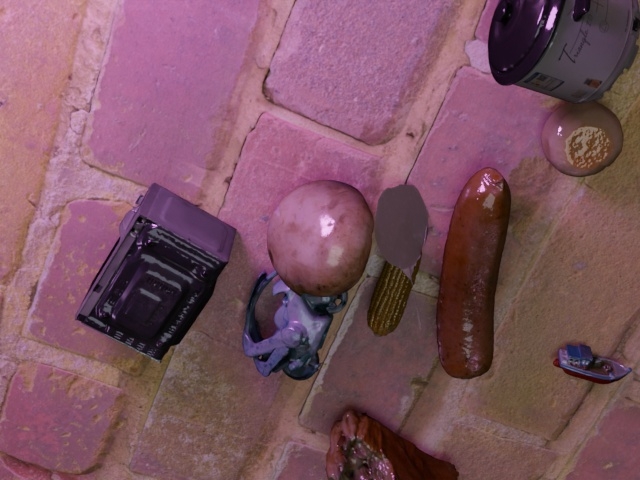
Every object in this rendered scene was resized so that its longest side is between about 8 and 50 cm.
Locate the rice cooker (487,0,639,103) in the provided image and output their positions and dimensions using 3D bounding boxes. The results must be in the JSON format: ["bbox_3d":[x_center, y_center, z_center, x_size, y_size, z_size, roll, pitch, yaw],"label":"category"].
[{"bbox_3d":[0.416,-0.375,1.491,0.227,0.280,0.241,13,84,-15],"label":"rice cooker"}]

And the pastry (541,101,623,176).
[{"bbox_3d":[0.517,-0.201,1.665,0.156,0.092,0.156,-1,109,-2],"label":"pastry"}]

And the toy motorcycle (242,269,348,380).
[{"bbox_3d":[-0.065,0.172,1.835,0.206,0.154,0.260,25,109,14],"label":"toy motorcycle"}]

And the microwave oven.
[{"bbox_3d":[-0.342,0.073,1.759,0.237,0.181,0.295,31,113,-13],"label":"microwave oven"}]

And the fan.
[{"bbox_3d":[0.179,0.037,1.736,0.010,0.182,0.310,-1,102,45],"label":"fan"}]

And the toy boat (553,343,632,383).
[{"bbox_3d":[0.621,0.282,1.916,0.173,0.069,0.059,16,124,-2],"label":"toy boat"}]

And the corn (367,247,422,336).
[{"bbox_3d":[0.159,0.104,1.827,0.080,0.080,0.238,15,111,-7],"label":"corn"}]

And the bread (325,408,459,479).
[{"bbox_3d":[0.159,0.605,1.961,0.370,0.314,0.191,33,121,-20],"label":"bread"}]

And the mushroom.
[{"bbox_3d":[0.000,0.000,1.710,0.255,0.184,0.255,4,97,32],"label":"mushroom"}]

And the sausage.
[{"bbox_3d":[0.318,0.076,1.781,0.123,0.136,0.501,-10,117,-25],"label":"sausage"}]
